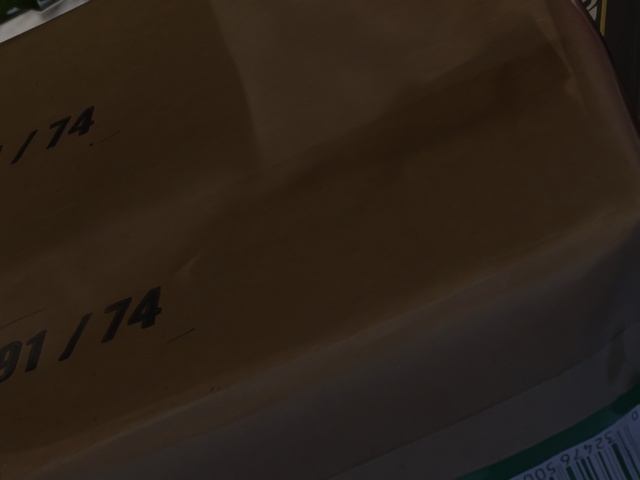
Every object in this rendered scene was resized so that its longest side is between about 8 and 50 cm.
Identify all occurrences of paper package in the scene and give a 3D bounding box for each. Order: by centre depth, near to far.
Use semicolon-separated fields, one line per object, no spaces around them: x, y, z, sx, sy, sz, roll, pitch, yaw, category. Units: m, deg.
-0.042;0.048;0.608;0.325;0.168;0.309;-24;-151;10;paper package

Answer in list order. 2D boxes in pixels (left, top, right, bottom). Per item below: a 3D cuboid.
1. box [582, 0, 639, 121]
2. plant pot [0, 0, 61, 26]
0.269;-0.010;0.993;0.097;0.395;0.318;-38;-154;35;box
-0.327;-0.193;0.971;0.353;0.366;0.366;-36;164;-5;plant pot
